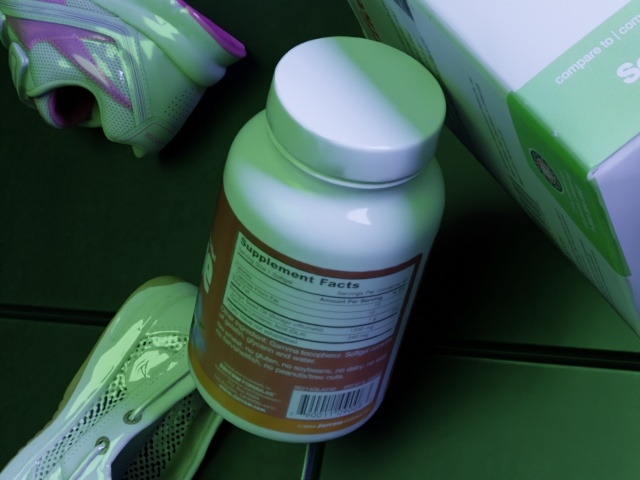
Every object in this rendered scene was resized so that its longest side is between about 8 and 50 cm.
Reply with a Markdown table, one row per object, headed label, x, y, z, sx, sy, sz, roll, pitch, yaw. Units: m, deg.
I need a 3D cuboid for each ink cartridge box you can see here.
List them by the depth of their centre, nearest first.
| label | x | y | z | sx | sy | sz | roll | pitch | yaw |
| --- | --- | --- | --- | --- | --- | --- | --- | --- | --- |
| ink cartridge box | 0.118 | -0.104 | 1.038 | 0.115 | 0.198 | 0.273 | -38 | 58 | -3 |

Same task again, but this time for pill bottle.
| label | x | y | z | sx | sy | sz | roll | pitch | yaw |
| --- | --- | --- | --- | --- | --- | --- | --- | --- | --- |
| pill bottle | 0.000 | 0.000 | 1.071 | 0.121 | 0.121 | 0.216 | 50 | 142 | 33 |

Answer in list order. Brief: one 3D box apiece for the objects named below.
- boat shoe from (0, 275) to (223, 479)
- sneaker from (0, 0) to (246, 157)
| label | x | y | z | sx | sy | sz | roll | pitch | yaw |
| --- | --- | --- | --- | --- | --- | --- | --- | --- | --- |
| boat shoe | -0.128 | 0.157 | 1.173 | 0.096 | 0.098 | 0.277 | 30 | 90 | 35 |
| sneaker | -0.173 | -0.137 | 1.294 | 0.252 | 0.103 | 0.111 | 30 | 89 | 35 |
